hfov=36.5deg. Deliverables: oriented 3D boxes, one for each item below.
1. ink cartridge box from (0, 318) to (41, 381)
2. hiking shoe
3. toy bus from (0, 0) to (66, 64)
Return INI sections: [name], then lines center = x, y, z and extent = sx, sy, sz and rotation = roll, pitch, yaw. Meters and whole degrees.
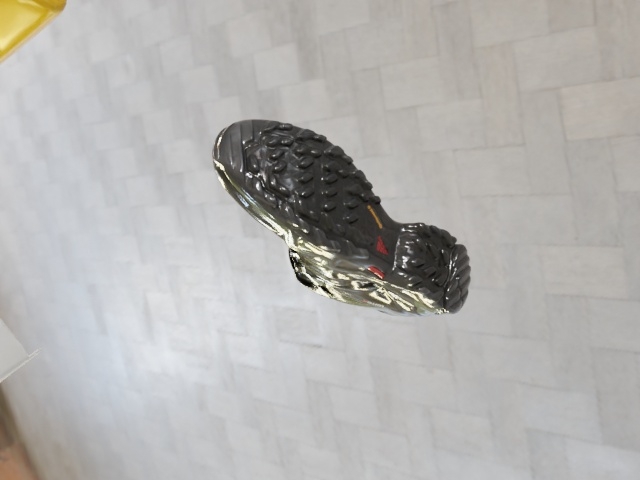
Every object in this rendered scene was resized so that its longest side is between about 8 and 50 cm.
[ink cartridge box]
center = -0.198, 0.068, 0.428
extent = 0.062, 0.104, 0.181
rotation = 54, 178, -4
[hiking shoe]
center = 0.000, 0.000, 0.722
extent = 0.114, 0.227, 0.086
rotation = -27, 35, 49
[toy bus]
center = -0.283, -0.166, 0.667
extent = 0.332, 0.108, 0.130
rotation = -31, 55, 23
